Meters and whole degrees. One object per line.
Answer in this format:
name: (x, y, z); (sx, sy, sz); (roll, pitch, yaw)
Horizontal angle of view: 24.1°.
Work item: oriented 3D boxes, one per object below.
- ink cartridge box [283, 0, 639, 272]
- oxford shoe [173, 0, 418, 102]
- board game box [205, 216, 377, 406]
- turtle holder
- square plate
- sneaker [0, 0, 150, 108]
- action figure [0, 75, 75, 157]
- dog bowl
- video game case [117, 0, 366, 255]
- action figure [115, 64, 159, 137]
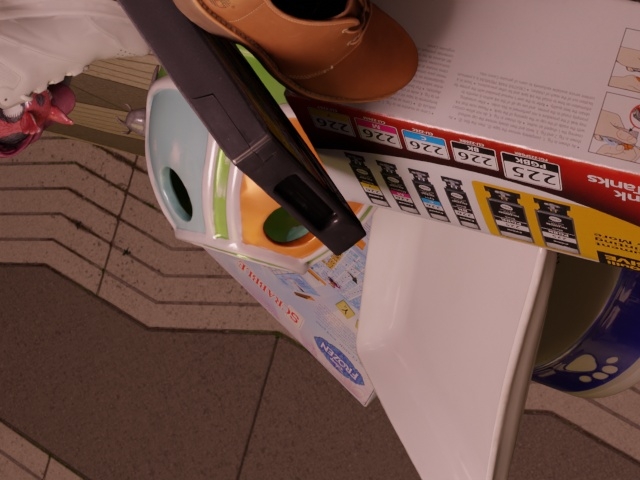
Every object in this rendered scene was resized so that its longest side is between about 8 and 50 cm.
ink cartridge box: (0.163, -0.073, 1.109); (0.309, 0.130, 0.272); (15, 165, 18)
oxford shoe: (0.004, -0.131, 0.904); (0.076, 0.076, 0.212); (3, 171, 38)
board game box: (0.000, 0.000, 1.725); (0.318, 0.066, 0.318); (44, 148, 12)
turtle holder: (-0.070, -0.099, 1.400); (0.320, 0.227, 0.243); (14, 177, 34)
square plate: (0.122, 0.057, 1.391); (0.049, 0.347, 0.344); (-2, -149, -17)
sneaker: (-0.305, -0.195, 1.516); (0.297, 0.129, 0.111); (-4, -174, -35)
action figure: (-0.428, -0.175, 1.742); (0.370, 0.276, 0.248); (32, -177, 43)
dog bowl: (0.268, 0.023, 1.548); (0.104, 0.265, 0.265); (20, 175, -29)
video game case: (-0.082, -0.129, 1.012); (0.275, 0.035, 0.248); (55, -176, 19)
action figure: (-0.129, -0.126, 1.921); (0.285, 0.185, 0.099); (11, 162, -26)
